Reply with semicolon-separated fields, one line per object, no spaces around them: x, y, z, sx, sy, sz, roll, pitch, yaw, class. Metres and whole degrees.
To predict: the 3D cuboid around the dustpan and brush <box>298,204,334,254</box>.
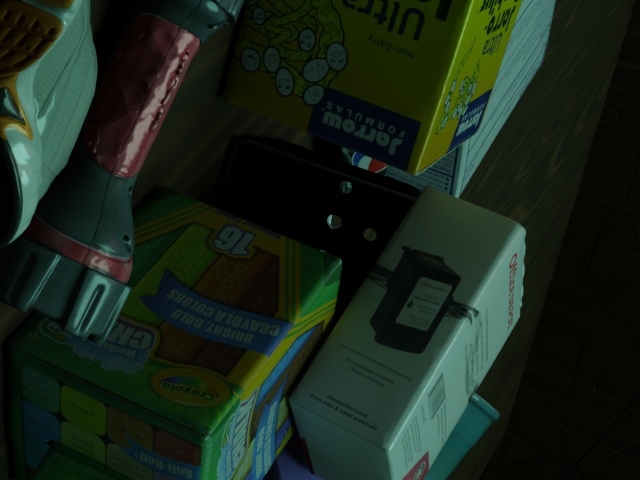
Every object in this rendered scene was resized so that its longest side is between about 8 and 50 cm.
-0.019;0.051;1.619;0.211;0.060;0.147;-61;-179;9;dustpan and brush

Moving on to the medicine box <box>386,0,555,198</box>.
0.152;-0.239;1.645;0.263;0.149;0.289;-55;161;-35;medicine box

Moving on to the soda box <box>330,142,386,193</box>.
0.041;-0.108;1.593;0.169;0.053;0.060;89;-11;-51;soda box

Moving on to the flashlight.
-0.132;-0.084;1.026;0.304;0.103;0.103;-65;161;-4;flashlight

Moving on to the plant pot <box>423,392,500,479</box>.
0.025;0.231;1.710;0.255;0.272;0.271;-56;163;-6;plant pot

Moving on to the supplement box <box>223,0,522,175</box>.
0.077;-0.268;1.277;0.195;0.194;0.356;-35;144;-63;supplement box

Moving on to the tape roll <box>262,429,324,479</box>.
-0.044;0.242;1.464;0.090;0.274;0.274;-7;130;-23;tape roll

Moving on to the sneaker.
-0.174;-0.128;0.870;0.121;0.099;0.262;-57;170;-56;sneaker

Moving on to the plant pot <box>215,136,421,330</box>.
0.000;0.000;1.446;0.167;0.188;0.187;-49;157;-71;plant pot

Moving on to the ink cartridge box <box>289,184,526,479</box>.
0.082;0.098;1.291;0.237;0.100;0.172;-56;159;-22;ink cartridge box

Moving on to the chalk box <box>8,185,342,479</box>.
-0.130;0.126;1.174;0.289;0.180;0.179;-53;159;-45;chalk box
